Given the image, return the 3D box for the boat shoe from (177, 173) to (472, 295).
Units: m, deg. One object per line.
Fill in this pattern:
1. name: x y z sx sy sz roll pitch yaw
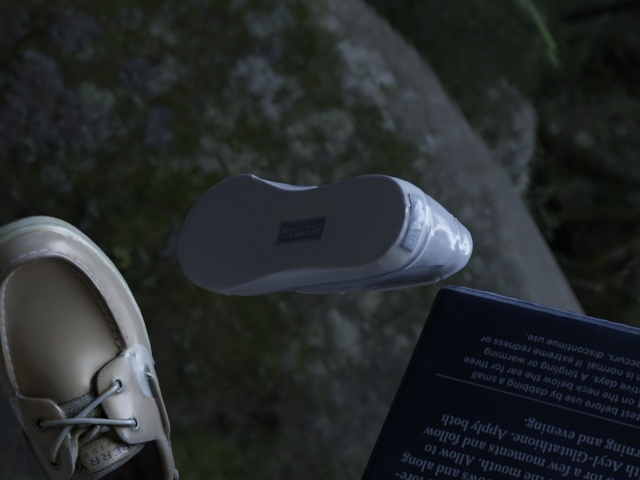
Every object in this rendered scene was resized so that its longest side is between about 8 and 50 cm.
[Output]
1. boat shoe: 0.000 0.000 0.888 0.063 0.184 0.066 25 66 -38

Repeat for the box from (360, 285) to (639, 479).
1. box: 0.142 0.282 1.193 0.212 0.395 0.293 13 -22 28

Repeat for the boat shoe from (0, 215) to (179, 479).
1. boat shoe: -0.153 0.119 1.183 0.098 0.109 0.302 -124 -164 -53
